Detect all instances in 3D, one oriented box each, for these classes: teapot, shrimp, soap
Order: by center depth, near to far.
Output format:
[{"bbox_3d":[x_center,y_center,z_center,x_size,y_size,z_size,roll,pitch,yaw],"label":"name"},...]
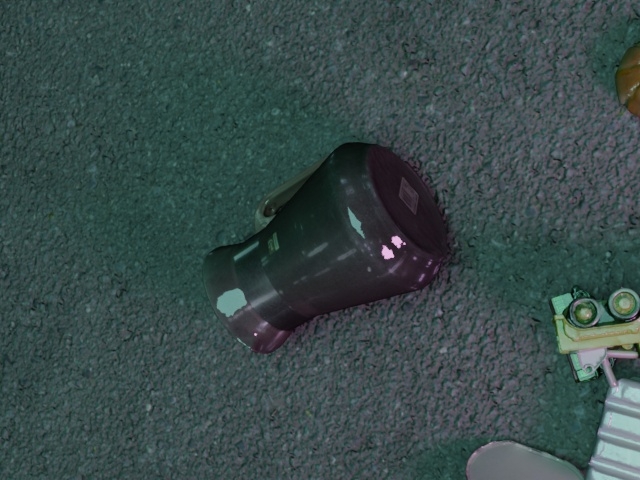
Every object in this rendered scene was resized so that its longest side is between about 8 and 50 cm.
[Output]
[{"bbox_3d":[0.544,0.311,1.845,0.289,0.095,0.173,14,94,23],"label":"soap"},{"bbox_3d":[0.568,-0.247,1.868,0.267,0.061,0.145,-1,79,26],"label":"shrimp"},{"bbox_3d":[0.000,0.000,2.025,0.344,0.253,0.300,-30,44,25],"label":"teapot"}]

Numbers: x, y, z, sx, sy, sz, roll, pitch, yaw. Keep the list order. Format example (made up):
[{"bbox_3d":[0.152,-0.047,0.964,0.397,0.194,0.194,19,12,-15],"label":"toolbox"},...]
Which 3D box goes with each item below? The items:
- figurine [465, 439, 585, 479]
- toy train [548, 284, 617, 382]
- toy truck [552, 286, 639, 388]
[{"bbox_3d":[0.331,0.429,1.949,0.166,0.141,0.250,-27,41,-12],"label":"figurine"},{"bbox_3d":[0.399,0.142,1.942,0.071,0.038,0.148,-21,80,21],"label":"toy train"},{"bbox_3d":[0.473,0.133,1.838,0.259,0.128,0.135,-12,80,7],"label":"toy truck"}]
